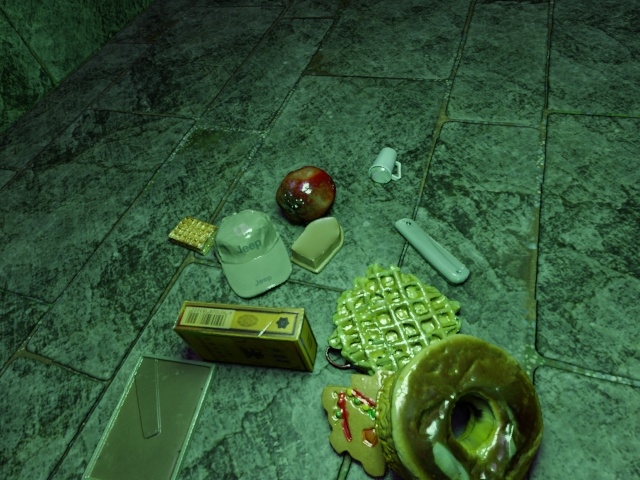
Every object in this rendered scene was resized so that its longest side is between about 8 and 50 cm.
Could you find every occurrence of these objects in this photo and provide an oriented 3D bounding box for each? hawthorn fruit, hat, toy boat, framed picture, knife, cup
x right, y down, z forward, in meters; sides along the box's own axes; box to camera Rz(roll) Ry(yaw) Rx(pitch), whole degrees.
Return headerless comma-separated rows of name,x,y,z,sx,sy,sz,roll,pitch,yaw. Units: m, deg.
hawthorn fruit,-0.035,-0.162,1.315,0.181,0.181,0.235,13,42,21
hat,-0.203,0.028,1.222,0.214,0.149,0.244,-28,42,-10
toy boat,0.000,0.000,1.241,0.116,0.061,0.188,25,61,28
framed picture,-0.408,0.436,1.010,0.232,0.024,0.314,4,54,14
knife,0.314,0.024,1.175,0.073,0.040,0.265,-24,51,-22
cup,0.226,-0.245,1.390,0.104,0.074,0.116,27,54,1

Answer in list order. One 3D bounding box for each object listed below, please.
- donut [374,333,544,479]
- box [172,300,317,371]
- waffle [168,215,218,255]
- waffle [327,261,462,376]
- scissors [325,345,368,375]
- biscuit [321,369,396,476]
donut,0.267,0.354,0.815,0.330,0.160,0.329,6,64,-14
box,-0.172,0.234,1.009,0.302,0.192,0.084,2,54,13
waffle,-0.409,-0.018,1.351,0.148,0.042,0.102,18,60,24
waffle,0.184,0.202,1.018,0.317,0.073,0.297,27,62,17
scissors,0.131,0.318,0.996,0.144,0.017,0.247,-33,55,-14
biscuit,0.116,0.368,0.896,0.239,0.041,0.212,-42,62,4
